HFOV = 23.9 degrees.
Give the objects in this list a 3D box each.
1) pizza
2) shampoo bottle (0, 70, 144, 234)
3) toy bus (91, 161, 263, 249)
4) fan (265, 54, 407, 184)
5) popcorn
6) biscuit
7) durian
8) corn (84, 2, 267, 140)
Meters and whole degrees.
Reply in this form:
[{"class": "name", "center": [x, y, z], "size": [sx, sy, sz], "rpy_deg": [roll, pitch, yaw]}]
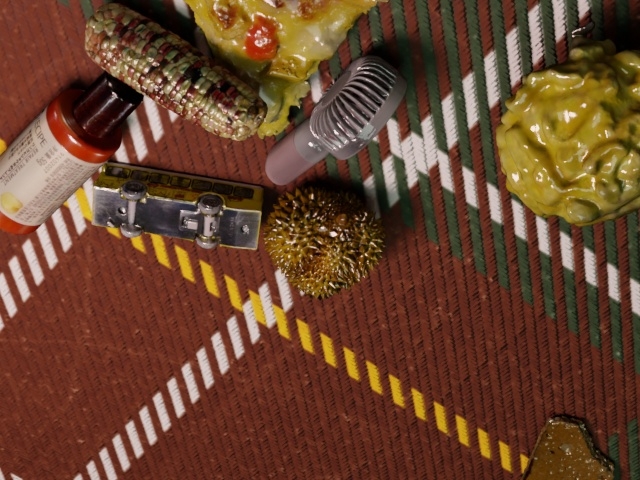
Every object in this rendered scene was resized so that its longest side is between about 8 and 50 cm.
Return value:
[{"class": "pizza", "center": [-0.055, -0.234, 1.833], "size": [0.280, 0.075, 0.287], "rpy_deg": [4, 129, 7]}, {"class": "shampoo bottle", "center": [-0.329, -0.122, 1.948], "size": [0.104, 0.104, 0.278], "rpy_deg": [37, 125, -21]}, {"class": "toy bus", "center": [-0.189, -0.046, 2.009], "size": [0.226, 0.074, 0.081], "rpy_deg": [8, 131, 2]}, {"class": "fan", "center": [0.013, -0.140, 1.881], "size": [0.074, 0.130, 0.244], "rpy_deg": [38, 139, -16]}, {"class": "popcorn", "center": [0.325, -0.132, 1.784], "size": [0.249, 0.249, 0.225], "rpy_deg": [-30, 90, 28]}, {"class": "biscuit", "center": [0.375, 0.355, 2.287], "size": [0.131, 0.026, 0.237], "rpy_deg": [11, 129, -3]}, {"class": "durian", "center": [0.000, 0.000, 1.988], "size": [0.158, 0.137, 0.168], "rpy_deg": [40, 141, 1]}, {"class": "corn", "center": [-0.174, -0.200, 1.831], "size": [0.253, 0.086, 0.086], "rpy_deg": [32, 130, 10]}]
